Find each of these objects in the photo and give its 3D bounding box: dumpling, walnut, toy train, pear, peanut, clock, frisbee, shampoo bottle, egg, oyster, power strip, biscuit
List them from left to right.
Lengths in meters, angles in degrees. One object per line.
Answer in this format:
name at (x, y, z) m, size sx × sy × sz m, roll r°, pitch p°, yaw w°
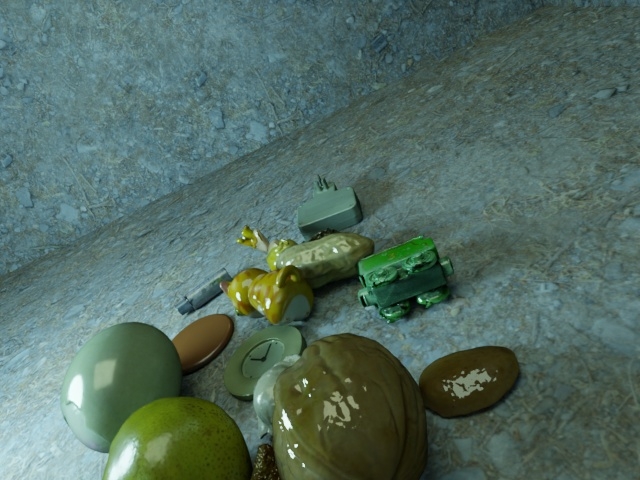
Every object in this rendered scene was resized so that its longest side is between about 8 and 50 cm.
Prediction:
egg at (-0.493, 0.370, 1.156) m, size 0.278 × 0.278 × 0.336 m, roll -24°, pitch 25°, yaw 8°
pear at (-0.257, 0.438, 0.852) m, size 0.294 × 0.294 × 0.294 m, roll -21°, pitch 28°, yaw 12°
frisbee at (-0.380, 0.314, 1.428) m, size 0.251 × 0.021 × 0.251 m, roll -22°, pitch 27°, yaw 12°
shampoo bottle at (-0.407, 0.181, 1.623) m, size 0.214 × 0.072 × 0.072 m, roll -37°, pitch 29°, yaw -16°
clock at (-0.146, 0.315, 1.214) m, size 0.235 × 0.029 × 0.235 m, roll -23°, pitch 28°, yaw 13°
biscuit at (-0.078, 0.465, 0.795) m, size 0.025 × 0.126 × 0.206 m, roll -40°, pitch 27°, yaw 37°
dumpling at (-0.076, 0.343, 1.018) m, size 0.136 × 0.118 × 0.199 m, roll -1°, pitch 59°, yaw 44°
oyster at (0.009, -0.001, 1.571) m, size 0.148 × 0.051 × 0.103 m, roll -24°, pitch -9°, yaw -10°
peanut at (0.012, 0.062, 1.373) m, size 0.313 × 0.152 × 0.152 m, roll -14°, pitch 30°, yaw 16°
power strip at (0.022, -0.140, 1.720) m, size 0.229 × 0.141 × 0.261 m, roll -21°, pitch 31°, yaw 11°
walnut at (0.041, 0.313, 0.802) m, size 0.252 × 0.277 × 0.313 m, roll -3°, pitch 15°, yaw -21°
toy train at (0.210, 0.091, 1.174) m, size 0.243 × 0.132 × 0.188 m, roll -22°, pitch 20°, yaw 11°

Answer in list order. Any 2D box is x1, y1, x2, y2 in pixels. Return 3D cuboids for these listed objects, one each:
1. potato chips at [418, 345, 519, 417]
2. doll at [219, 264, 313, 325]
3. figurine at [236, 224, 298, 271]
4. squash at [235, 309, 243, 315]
potato chips at (0.281, 0.262, 0.903) m, size 0.201 × 0.049 × 0.150 m, roll -25°, pitch 22°, yaw 18°
doll at (-0.146, 0.156, 1.321) m, size 0.269 × 0.162 × 0.166 m, roll -7°, pitch -5°, yaw 39°
figurine at (-0.149, 0.034, 1.522) m, size 0.246 × 0.156 × 0.131 m, roll 27°, pitch 63°, yaw 10°
squash at (-0.206, 0.173, 1.484) m, size 0.052 × 0.052 × 0.183 m, roll 2°, pitch 37°, yaw 44°
